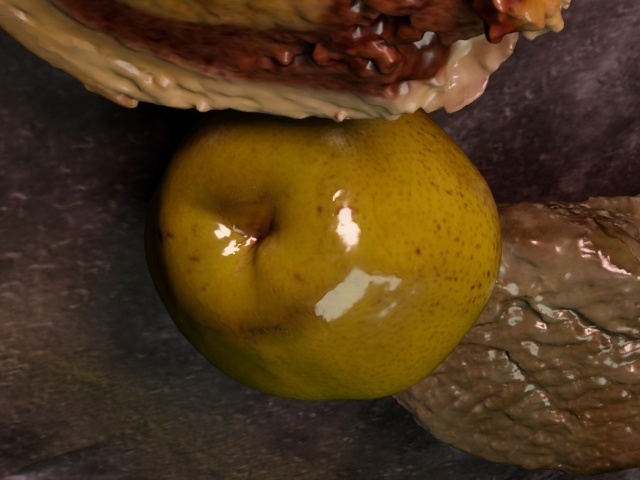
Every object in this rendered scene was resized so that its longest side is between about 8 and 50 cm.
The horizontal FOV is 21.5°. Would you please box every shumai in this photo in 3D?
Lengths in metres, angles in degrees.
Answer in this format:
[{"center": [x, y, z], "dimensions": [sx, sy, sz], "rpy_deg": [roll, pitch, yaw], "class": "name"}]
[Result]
[{"center": [0.173, 0.034, 1.182], "dimensions": [0.272, 0.204, 0.222], "rpy_deg": [20, 130, -8], "class": "shumai"}]

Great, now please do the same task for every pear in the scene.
[{"center": [0.001, 0.001, 0.918], "dimensions": [0.198, 0.198, 0.198], "rpy_deg": [-21, 147, -14], "class": "pear"}]

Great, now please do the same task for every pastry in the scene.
[{"center": [-0.030, -0.157, 0.691], "dimensions": [0.236, 0.170, 0.256], "rpy_deg": [0, 163, 37], "class": "pastry"}]
